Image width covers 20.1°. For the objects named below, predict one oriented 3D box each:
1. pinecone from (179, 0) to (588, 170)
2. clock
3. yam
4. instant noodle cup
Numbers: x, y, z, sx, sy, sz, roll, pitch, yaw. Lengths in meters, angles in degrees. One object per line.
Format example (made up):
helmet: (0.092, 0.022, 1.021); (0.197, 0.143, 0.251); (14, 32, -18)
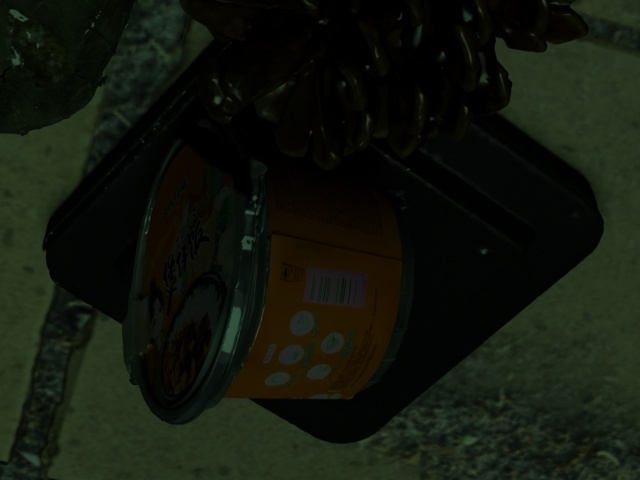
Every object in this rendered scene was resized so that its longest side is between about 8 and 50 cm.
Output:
pinecone: (0.026, -0.127, 0.962); (0.212, 0.168, 0.185); (-44, 78, -7)
clock: (0.000, 0.000, 1.155); (0.279, 0.049, 0.273); (32, 121, -23)
yam: (-0.150, -0.148, 1.006); (0.107, 0.107, 0.183); (16, 128, -12)
instant noodle cup: (-0.024, 0.022, 1.047); (0.125, 0.177, 0.208); (7, 164, -24)
